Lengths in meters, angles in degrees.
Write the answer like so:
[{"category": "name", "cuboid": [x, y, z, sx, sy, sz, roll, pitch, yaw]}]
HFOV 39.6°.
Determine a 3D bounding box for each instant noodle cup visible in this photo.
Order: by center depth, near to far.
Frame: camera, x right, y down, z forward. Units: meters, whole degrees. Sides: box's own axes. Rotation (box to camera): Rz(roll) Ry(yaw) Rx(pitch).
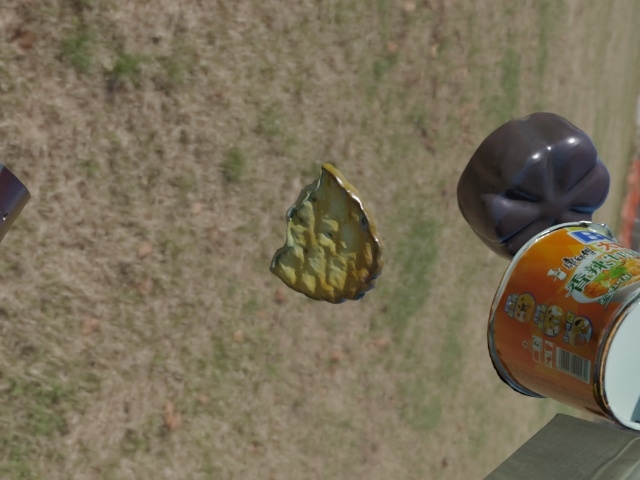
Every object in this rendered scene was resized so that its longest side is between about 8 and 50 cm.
[{"category": "instant noodle cup", "cuboid": [0.422, 0.137, 1.303, 0.297, 0.214, 0.296, -7, 107, -24]}]

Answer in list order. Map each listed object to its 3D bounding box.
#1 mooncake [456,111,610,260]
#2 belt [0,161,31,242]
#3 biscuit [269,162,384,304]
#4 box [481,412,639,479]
[{"category": "mooncake", "cuboid": [0.335, -0.079, 1.400, 0.133, 0.245, 0.244, -125, -156, -51]}, {"category": "belt", "cuboid": [-0.526, -0.090, 1.165, 0.122, 0.217, 0.338, -61, 160, -15]}, {"category": "biscuit", "cuboid": [0.000, 0.000, 2.130, 0.078, 0.335, 0.329, -18, 87, -55]}, {"category": "box", "cuboid": [0.314, 0.343, 1.112, 0.231, 0.156, 0.148, -24, 114, -44]}]
